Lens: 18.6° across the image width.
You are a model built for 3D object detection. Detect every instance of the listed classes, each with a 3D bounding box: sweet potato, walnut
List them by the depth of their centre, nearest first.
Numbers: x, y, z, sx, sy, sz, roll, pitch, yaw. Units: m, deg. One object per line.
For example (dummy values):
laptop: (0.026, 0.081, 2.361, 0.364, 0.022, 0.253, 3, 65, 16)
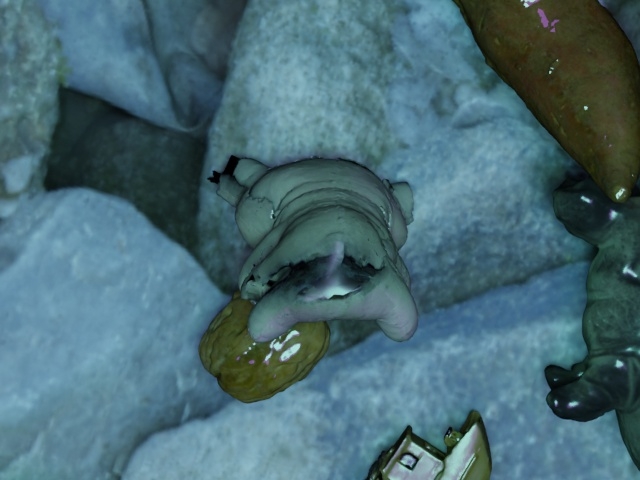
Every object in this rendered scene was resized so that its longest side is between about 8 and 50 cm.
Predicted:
sweet potato: (0.139, -0.176, 1.366, 0.095, 0.106, 0.354, -32, 76, 20)
walnut: (-0.039, 0.070, 1.407, 0.096, 0.082, 0.079, -42, 68, 5)

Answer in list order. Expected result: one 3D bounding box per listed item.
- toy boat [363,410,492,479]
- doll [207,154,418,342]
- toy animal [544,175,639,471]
toy boat: (0.055, 0.208, 1.435, 0.077, 0.057, 0.200, 33, 96, 0)
doll: (0.000, 0.000, 1.356, 0.149, 0.192, 0.095, 1, 117, -7)
toy animal: (0.238, 0.071, 1.391, 0.168, 0.106, 0.343, -12, 99, 9)
